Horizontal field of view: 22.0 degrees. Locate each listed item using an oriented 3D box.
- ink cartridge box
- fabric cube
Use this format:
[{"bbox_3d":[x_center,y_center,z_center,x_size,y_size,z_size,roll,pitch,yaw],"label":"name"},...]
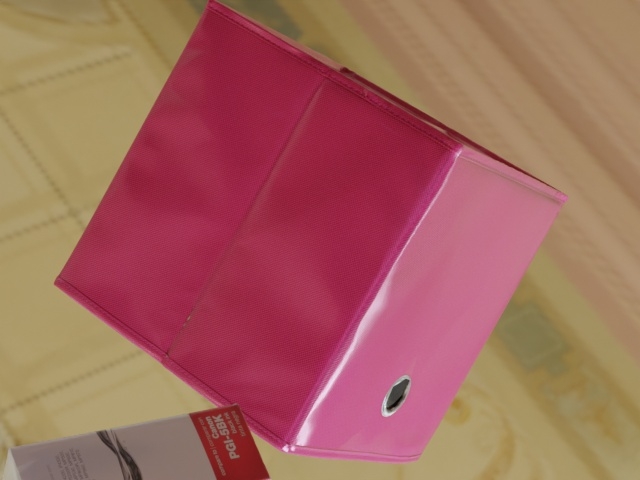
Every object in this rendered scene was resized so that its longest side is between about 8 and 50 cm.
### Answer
[{"bbox_3d":[-0.107,0.149,0.911,0.135,0.099,0.056,-8,-127,-26],"label":"ink cartridge box"},{"bbox_3d":[0.000,0.000,1.317,0.259,0.258,0.254,33,-173,27],"label":"fabric cube"}]
